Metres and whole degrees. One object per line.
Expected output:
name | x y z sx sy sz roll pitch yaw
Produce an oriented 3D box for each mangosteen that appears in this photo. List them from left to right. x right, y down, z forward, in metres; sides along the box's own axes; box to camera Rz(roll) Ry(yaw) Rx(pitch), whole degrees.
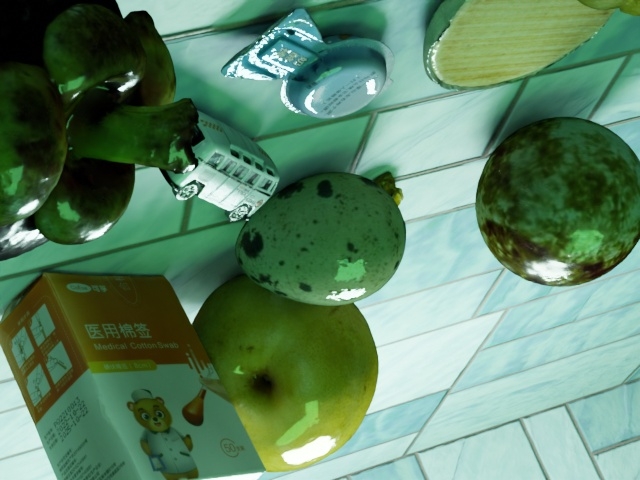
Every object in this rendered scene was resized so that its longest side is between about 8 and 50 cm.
mangosteen | -0.282 -0.116 1.047 0.330 0.330 0.330 -20 157 -9

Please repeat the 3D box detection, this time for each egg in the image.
egg | 0.000 0.000 1.735 0.228 0.177 0.177 -7 157 3
egg | 0.334 -0.049 1.859 0.238 0.238 0.289 -17 167 -15

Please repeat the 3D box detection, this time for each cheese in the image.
cheese | 0.000 -0.192 1.471 0.135 0.052 0.245 -37 153 23

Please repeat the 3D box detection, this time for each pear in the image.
pear | -0.062 0.189 1.916 0.314 0.314 0.314 -20 157 -9

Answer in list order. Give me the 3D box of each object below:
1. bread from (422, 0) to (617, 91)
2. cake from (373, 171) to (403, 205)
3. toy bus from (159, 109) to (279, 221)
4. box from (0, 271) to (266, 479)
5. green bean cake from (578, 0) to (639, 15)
bread | 0.237 -0.265 1.544 0.267 0.040 0.267 -19 157 -8
cake | 0.051 -0.015 1.837 0.185 0.079 0.116 -24 157 -25
toy bus | -0.120 -0.089 1.542 0.089 0.087 0.194 -40 152 14
box | -0.255 0.209 1.736 0.225 0.341 0.143 4 137 -49
green bean cake | 0.388 -0.361 1.255 0.310 0.285 0.202 4 177 -5
